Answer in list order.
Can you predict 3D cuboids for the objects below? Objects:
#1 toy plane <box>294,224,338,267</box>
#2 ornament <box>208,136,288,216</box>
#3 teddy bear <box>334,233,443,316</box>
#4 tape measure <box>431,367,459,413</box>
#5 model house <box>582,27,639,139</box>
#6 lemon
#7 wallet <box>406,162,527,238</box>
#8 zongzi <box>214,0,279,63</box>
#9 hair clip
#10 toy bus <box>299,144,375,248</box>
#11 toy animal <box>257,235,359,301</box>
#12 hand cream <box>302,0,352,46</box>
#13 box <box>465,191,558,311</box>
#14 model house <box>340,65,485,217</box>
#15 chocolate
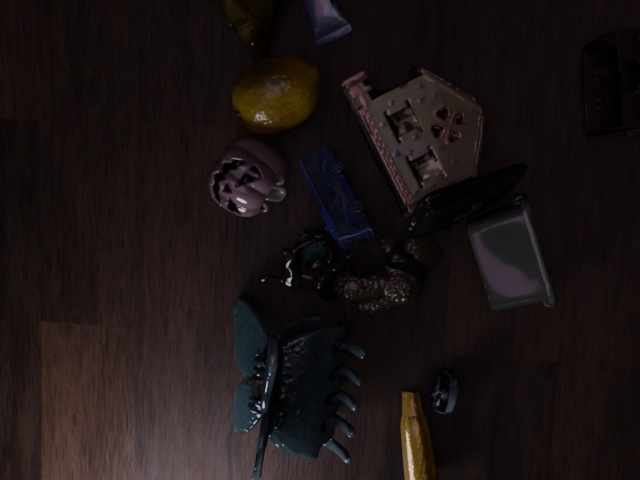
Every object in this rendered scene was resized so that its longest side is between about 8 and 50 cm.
[{"bbox_3d":[0.000,0.000,1.499,0.096,0.060,0.235,27,103,-3],"label":"toy plane"},{"bbox_3d":[-0.152,-0.135,1.451,0.178,0.177,0.177,1,96,9],"label":"ornament"},{"bbox_3d":[0.167,0.082,1.433,0.251,0.182,0.129,-41,49,-8],"label":"teddy bear"},{"bbox_3d":[0.278,0.340,1.473,0.054,0.094,0.091,14,98,1],"label":"tape measure"},{"bbox_3d":[0.684,-0.320,1.304,0.244,0.204,0.211,-6,95,-8],"label":"model house"},{"bbox_3d":[-0.093,-0.314,1.425,0.207,0.170,0.170,-26,92,6],"label":"lemon"},{"bbox_3d":[0.302,-0.078,1.356,0.245,0.168,0.052,-21,69,-15],"label":"wallet"},{"bbox_3d":[-0.106,-0.541,1.399,0.286,0.134,0.288,-20,99,36],"label":"zongzi"},{"bbox_3d":[-0.051,0.318,1.436,0.239,0.392,0.318,4,96,-19],"label":"hair clip"},{"bbox_3d":[0.036,-0.091,1.431,0.094,0.079,0.236,-27,66,5],"label":"toy bus"},{"bbox_3d":[-0.016,0.072,1.454,0.233,0.084,0.148,2,115,-16],"label":"toy animal"},{"bbox_3d":[-0.016,-0.563,1.450,0.088,0.055,0.255,-22,98,17],"label":"hand cream"},{"bbox_3d":[0.403,0.032,1.397,0.135,0.163,0.243,-16,95,19],"label":"box"},{"bbox_3d":[0.217,-0.241,1.397,0.244,0.169,0.325,-27,96,3],"label":"model house"},{"bbox_3d":[0.220,0.446,1.502,0.086,0.085,0.219,-6,95,9],"label":"chocolate"}]
